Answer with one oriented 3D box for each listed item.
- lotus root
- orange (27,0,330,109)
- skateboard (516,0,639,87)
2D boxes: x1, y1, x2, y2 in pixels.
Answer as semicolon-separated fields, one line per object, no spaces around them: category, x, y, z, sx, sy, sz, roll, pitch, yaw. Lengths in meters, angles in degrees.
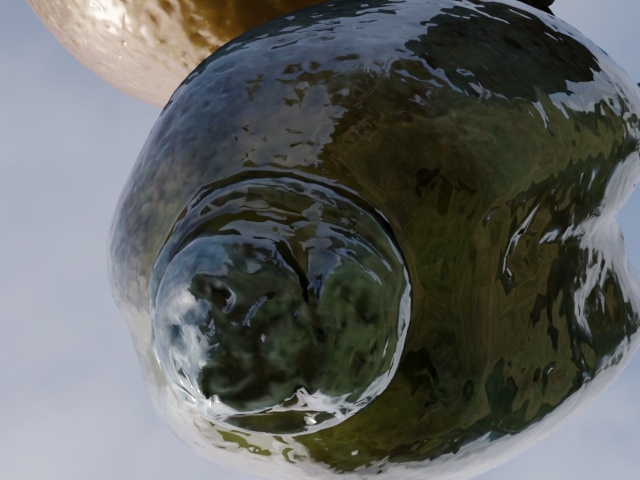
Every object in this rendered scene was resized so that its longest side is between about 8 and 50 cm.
lotus root;0.013;0.001;0.513;0.322;0.140;0.158;-14;-68;-65
orange;-0.046;-0.196;0.913;0.274;0.274;0.274;-19;-62;-41
skateboard;0.153;-0.119;1.153;0.151;0.080;0.067;46;-114;-11
